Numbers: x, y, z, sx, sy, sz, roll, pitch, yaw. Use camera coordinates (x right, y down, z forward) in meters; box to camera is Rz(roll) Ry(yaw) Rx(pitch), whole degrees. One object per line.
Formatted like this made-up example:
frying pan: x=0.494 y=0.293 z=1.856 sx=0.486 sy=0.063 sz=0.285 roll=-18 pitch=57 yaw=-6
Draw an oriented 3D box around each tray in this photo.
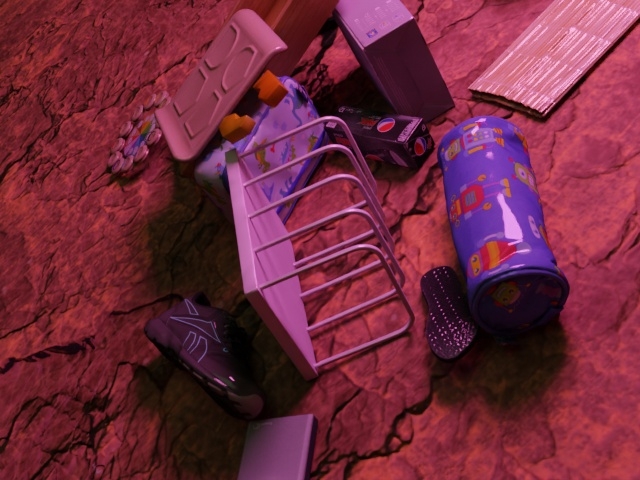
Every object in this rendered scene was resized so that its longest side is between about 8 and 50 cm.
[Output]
tray: x=-0.111 y=-0.305 z=1.545 sx=0.411 sy=0.076 sz=0.203 roll=-51 pitch=33 yaw=30

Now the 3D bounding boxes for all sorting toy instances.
sorting toy: x=-0.137 y=-0.211 z=1.382 sx=0.229 sy=0.041 sz=0.307 roll=-48 pitch=33 yaw=9

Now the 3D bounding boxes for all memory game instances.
memory game: x=-0.335 y=-0.200 z=1.743 sx=0.186 sy=0.012 sz=0.186 roll=-33 pitch=39 yaw=31

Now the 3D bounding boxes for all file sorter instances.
file sorter: x=0.000 y=0.000 z=1.253 sx=0.173 sy=0.193 sz=0.277 roll=-22 pitch=43 yaw=9

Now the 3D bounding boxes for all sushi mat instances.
sushi mat: x=0.378 y=-0.310 z=1.416 sx=0.316 sy=0.019 sz=0.151 roll=-45 pitch=41 yaw=-12

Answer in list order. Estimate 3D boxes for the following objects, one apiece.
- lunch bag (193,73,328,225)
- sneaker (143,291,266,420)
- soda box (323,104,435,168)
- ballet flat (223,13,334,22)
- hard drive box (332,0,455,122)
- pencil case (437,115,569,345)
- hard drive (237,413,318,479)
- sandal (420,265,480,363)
lunch bag: x=-0.082 y=-0.131 z=1.438 sx=0.090 sy=0.176 sz=0.219 roll=13 pitch=62 yaw=36
sneaker: x=-0.145 y=0.145 z=1.277 sx=0.106 sy=0.101 sz=0.267 roll=-43 pitch=40 yaw=-14
soda box: x=0.088 y=-0.159 z=1.436 sx=0.169 sy=0.060 sz=0.053 roll=18 pitch=62 yaw=43
ballet flat: x=-0.031 y=-0.451 z=1.732 sx=0.342 sy=0.124 sz=0.116 roll=-27 pitch=43 yaw=9
hard drive box: x=0.100 y=-0.308 z=1.475 sx=0.089 sy=0.181 sz=0.232 roll=-31 pitch=43 yaw=4
pencil case: x=0.227 y=-0.021 z=1.176 sx=0.119 sy=0.133 sz=0.306 roll=-43 pitch=33 yaw=32
hard drive: x=-0.056 y=0.281 z=1.155 sx=0.094 sy=0.022 sz=0.135 roll=-12 pitch=47 yaw=25
sandal: x=0.164 y=0.095 z=1.178 sx=0.067 sy=0.040 sz=0.179 roll=-19 pitch=30 yaw=10
